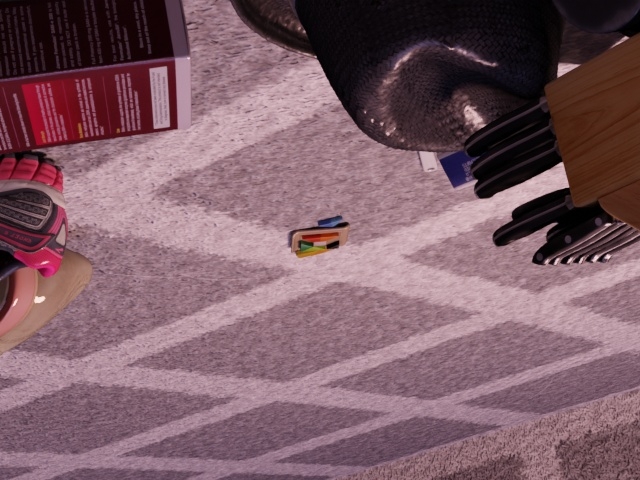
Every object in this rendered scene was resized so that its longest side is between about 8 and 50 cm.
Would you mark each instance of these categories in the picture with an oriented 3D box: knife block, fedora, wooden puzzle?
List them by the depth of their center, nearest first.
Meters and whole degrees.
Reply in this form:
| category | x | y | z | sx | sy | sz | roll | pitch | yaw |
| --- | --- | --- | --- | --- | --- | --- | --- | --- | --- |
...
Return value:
| category | x | y | z | sx | sy | sz | roll | pitch | yaw |
| --- | --- | --- | --- | --- | --- | --- | --- | --- | --- |
| knife block | 0.223 | -0.097 | 1.019 | 0.088 | 0.242 | 0.276 | -3 | 118 | -41 |
| fedora | 0.091 | -0.160 | 1.105 | 0.334 | 0.153 | 0.334 | -10 | 162 | -3 |
| wooden puzzle | 0.000 | 0.000 | 1.759 | 0.078 | 0.014 | 0.116 | -11 | 162 | 1 |

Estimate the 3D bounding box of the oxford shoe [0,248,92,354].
| category | x | y | z | sx | sy | sz | roll | pitch | yaw |
| --- | --- | --- | --- | --- | --- | --- | --- | --- | --- |
| oxford shoe | -0.419 | 0.105 | 1.642 | 0.397 | 0.141 | 0.146 | -22 | 166 | 36 |

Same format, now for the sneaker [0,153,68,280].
| category | x | y | z | sx | sy | sz | roll | pitch | yaw |
| --- | --- | --- | --- | --- | --- | --- | --- | --- | --- |
| sneaker | -0.389 | 0.005 | 1.388 | 0.299 | 0.112 | 0.121 | -15 | 162 | 14 |

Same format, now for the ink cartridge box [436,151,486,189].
| category | x | y | z | sx | sy | sz | roll | pitch | yaw |
| --- | --- | --- | --- | --- | --- | --- | --- | --- | --- |
| ink cartridge box | 0.247 | -0.128 | 1.267 | 0.224 | 0.045 | 0.223 | -30 | -176 | -31 |

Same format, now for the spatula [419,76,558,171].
| category | x | y | z | sx | sy | sz | roll | pitch | yaw |
| --- | --- | --- | --- | --- | --- | --- | --- | --- | --- |
| spatula | 0.164 | -0.122 | 1.479 | 0.168 | 0.019 | 0.242 | -14 | 162 | 6 |

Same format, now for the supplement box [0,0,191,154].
| category | x | y | z | sx | sy | sz | roll | pitch | yaw |
| --- | --- | --- | --- | --- | --- | --- | --- | --- | --- |
| supplement box | -0.225 | -0.130 | 1.136 | 0.239 | 0.073 | 0.130 | -9 | 160 | -9 |

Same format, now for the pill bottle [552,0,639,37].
| category | x | y | z | sx | sy | sz | roll | pitch | yaw |
| --- | --- | --- | --- | --- | --- | --- | --- | --- | --- |
| pill bottle | 0.266 | -0.208 | 1.034 | 0.219 | 0.123 | 0.123 | -16 | 169 | -39 |
